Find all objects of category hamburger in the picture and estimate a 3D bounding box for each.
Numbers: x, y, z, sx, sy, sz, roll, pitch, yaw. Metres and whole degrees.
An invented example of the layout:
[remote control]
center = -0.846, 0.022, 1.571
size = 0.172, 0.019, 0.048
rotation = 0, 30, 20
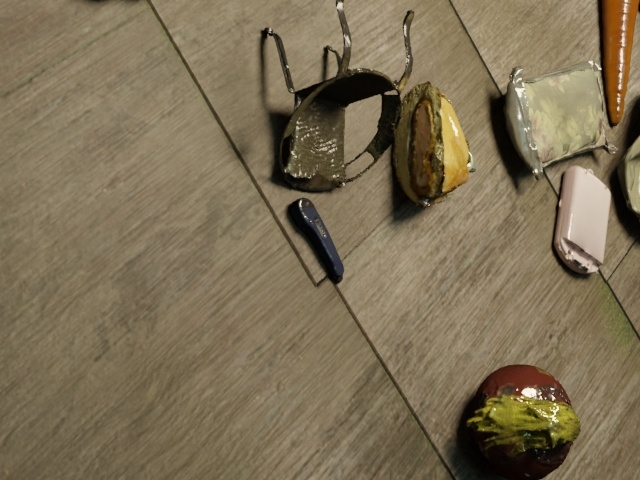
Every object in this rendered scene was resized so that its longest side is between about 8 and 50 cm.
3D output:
[hamburger]
center = 0.153, -0.114, 1.717
size = 0.102, 0.087, 0.176
rotation = 24, 54, -51

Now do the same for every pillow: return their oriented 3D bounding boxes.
[pillow]
center = 0.355, -0.185, 1.940
size = 0.255, 0.059, 0.169
rotation = -16, 90, -46

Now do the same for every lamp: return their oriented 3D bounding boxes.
[lamp]
center = 0.277, 0.240, 1.694
size = 0.156, 0.135, 0.157
rotation = 52, 47, -21

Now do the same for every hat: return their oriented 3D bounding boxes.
[hat]
center = 0.556, -0.119, 2.110
size = 0.214, 0.149, 0.244
rotation = 44, 16, -16

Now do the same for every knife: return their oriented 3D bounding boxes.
[knife]
center = 0.000, 0.000, 1.580
size = 0.121, 0.018, 0.031
rotation = 61, 40, -14

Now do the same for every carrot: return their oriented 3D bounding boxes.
[carrot]
center = 0.488, -0.349, 2.115
size = 0.069, 0.069, 0.336
rotation = 18, 73, -39

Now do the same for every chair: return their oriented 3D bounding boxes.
[chair]
center = 0.021, -0.173, 1.566
size = 0.174, 0.149, 0.213
rotation = 7, 78, -44

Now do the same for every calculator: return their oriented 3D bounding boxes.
[calculator]
center = 0.400, -0.034, 1.957
size = 0.100, 0.032, 0.175
rotation = 32, 58, -34
